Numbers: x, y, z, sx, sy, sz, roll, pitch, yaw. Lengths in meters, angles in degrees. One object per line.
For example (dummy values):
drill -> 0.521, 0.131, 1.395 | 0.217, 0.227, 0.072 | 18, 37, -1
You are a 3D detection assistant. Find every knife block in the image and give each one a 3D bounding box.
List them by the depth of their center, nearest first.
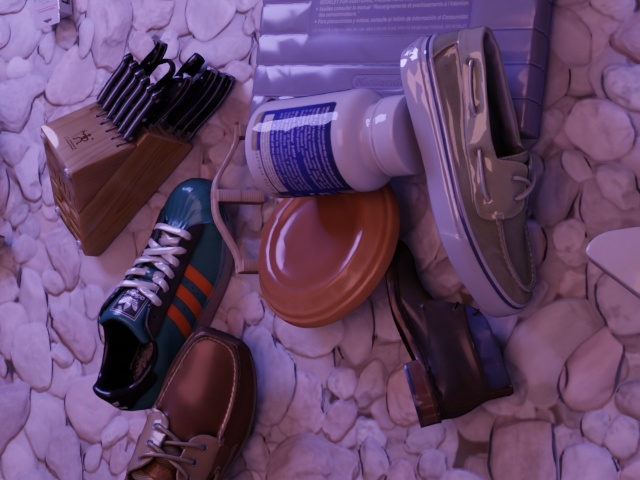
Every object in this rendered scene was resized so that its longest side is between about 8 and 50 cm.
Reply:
knife block -> -0.228, -0.124, 1.446 | 0.088, 0.242, 0.275 | 53, 156, 25

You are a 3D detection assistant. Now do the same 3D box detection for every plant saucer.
plant saucer -> 0.000, 0.000, 1.269 | 0.200, 0.037, 0.200 | -22, 53, 33

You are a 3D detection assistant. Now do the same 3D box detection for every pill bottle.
pill bottle -> 0.022, -0.105, 1.204 | 0.187, 0.112, 0.112 | -2, 84, 38

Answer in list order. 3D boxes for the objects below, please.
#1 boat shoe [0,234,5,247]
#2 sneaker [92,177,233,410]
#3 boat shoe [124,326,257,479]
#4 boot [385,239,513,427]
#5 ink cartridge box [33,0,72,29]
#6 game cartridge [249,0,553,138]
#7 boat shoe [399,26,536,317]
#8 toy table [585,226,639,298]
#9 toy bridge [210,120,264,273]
boat shoe -> -0.498, 0.016, 1.608 | 0.135, 0.050, 0.045 | -7, 85, 41
sneaker -> -0.195, 0.067, 1.373 | 0.108, 0.121, 0.302 | 16, 94, 31
boat shoe -> -0.166, 0.264, 1.320 | 0.123, 0.120, 0.324 | 20, 100, 8
boot -> 0.133, 0.088, 1.216 | 0.106, 0.082, 0.219 | -13, 66, 3
ink cartridge box -> -0.376, -0.337, 1.576 | 0.048, 0.028, 0.083 | -10, 80, 30
game cartridge -> 0.087, -0.234, 1.269 | 0.355, 0.068, 0.230 | 6, 84, 32
boat shoe -> 0.166, -0.067, 1.135 | 0.094, 0.109, 0.302 | -14, 101, 35
toy table -> 0.381, 0.029, 0.971 | 0.161, 0.252, 0.274 | -50, 50, 0
toy bridge -> -0.100, -0.053, 1.361 | 0.026, 0.063, 0.188 | 155, 114, -72
